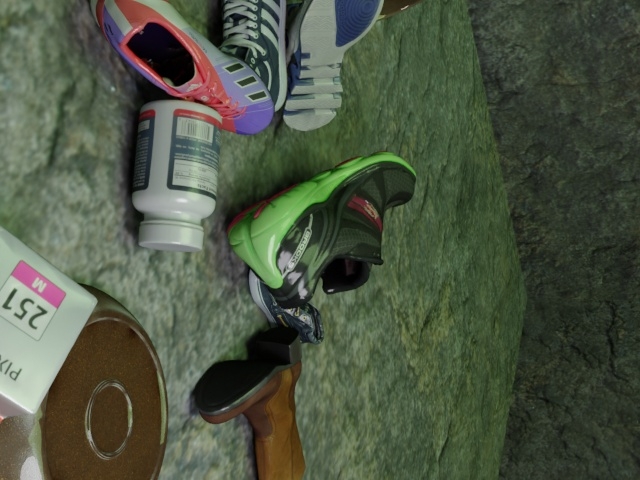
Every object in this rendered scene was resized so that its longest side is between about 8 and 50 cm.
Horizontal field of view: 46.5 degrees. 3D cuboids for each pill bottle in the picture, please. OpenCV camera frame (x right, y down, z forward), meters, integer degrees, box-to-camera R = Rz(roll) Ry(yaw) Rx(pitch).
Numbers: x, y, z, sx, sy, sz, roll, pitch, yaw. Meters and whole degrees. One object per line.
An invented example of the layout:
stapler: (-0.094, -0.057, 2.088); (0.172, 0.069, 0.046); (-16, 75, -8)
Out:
pill bottle: (-0.187, -0.080, 0.961); (0.108, 0.107, 0.180); (21, 71, -62)

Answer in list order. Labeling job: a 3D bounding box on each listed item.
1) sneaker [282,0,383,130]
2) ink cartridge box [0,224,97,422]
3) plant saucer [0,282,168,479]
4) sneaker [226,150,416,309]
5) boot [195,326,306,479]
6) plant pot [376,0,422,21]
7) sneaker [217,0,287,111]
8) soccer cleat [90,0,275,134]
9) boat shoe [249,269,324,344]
sneaker: (-0.018, -0.355, 1.227); (0.182, 0.127, 0.316); (67, -31, 33)
ink cartridge box: (-0.346, 0.070, 0.594); (0.275, 0.060, 0.239); (46, 46, -31)
plant saucer: (-0.252, 0.200, 0.832); (0.310, 0.050, 0.311); (-6, 90, -72)
sneaker: (0.027, -0.019, 1.291); (0.482, 0.185, 0.202); (-31, 98, -50)
boot: (-0.103, 0.311, 1.182); (0.264, 0.096, 0.281); (-43, 135, -66)
plant pot: (0.123, -0.591, 1.501); (0.263, 0.263, 0.230); (-27, 97, -62)
sneaker: (-0.121, -0.321, 1.118); (0.153, 0.099, 0.283); (-39, 127, -61)
soccer cleat: (-0.161, -0.210, 0.964); (0.318, 0.108, 0.116); (38, 19, -49)
boat shoe: (-0.053, 0.105, 1.257); (0.065, 0.083, 0.183); (-65, 144, -42)
